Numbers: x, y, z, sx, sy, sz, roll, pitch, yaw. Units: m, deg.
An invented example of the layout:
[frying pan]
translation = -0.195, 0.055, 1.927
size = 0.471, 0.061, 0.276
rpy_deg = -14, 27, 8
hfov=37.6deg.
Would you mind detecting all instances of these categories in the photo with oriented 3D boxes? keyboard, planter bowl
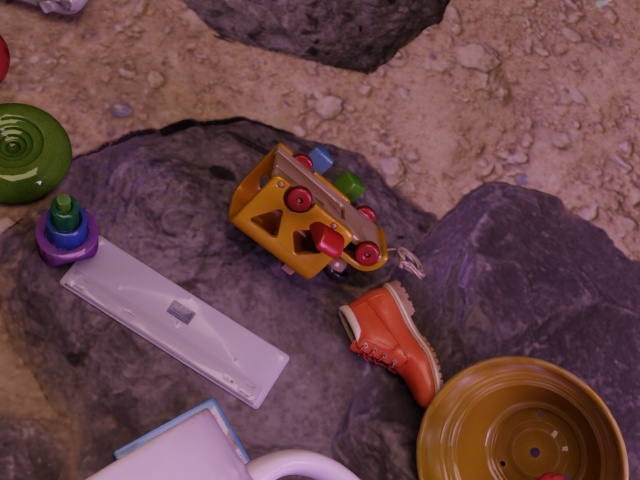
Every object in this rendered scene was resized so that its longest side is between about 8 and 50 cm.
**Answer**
[keyboard]
translation = -0.158, 0.087, 1.029
size = 0.256, 0.014, 0.072
rpy_deg = 32, 57, 2
[planter bowl]
translation = 0.217, 0.229, 0.990
size = 0.217, 0.090, 0.217
rpy_deg = -2, 85, 25

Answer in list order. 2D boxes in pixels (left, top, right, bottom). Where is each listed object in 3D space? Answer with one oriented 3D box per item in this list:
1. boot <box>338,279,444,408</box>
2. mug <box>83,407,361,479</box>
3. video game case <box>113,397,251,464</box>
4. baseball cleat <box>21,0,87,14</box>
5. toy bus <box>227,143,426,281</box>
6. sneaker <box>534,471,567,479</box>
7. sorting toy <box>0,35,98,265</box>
[boot]
translation = 0.078, 0.127, 1.048
size = 0.085, 0.059, 0.157
rpy_deg = -18, 63, -18
[mug]
translation = -0.090, 0.329, 0.793
size = 0.374, 0.276, 0.328
rpy_deg = -28, 84, -29
[video game case]
translation = -0.119, 0.259, 0.957
size = 0.119, 0.015, 0.166
rpy_deg = -27, 75, -23
[baseball cleat]
translation = -0.376, -0.339, 1.146
size = 0.206, 0.072, 0.109
rpy_deg = 21, 49, -9
[toy bus]
translation = -0.009, -0.010, 1.056
size = 0.191, 0.104, 0.202
rpy_deg = 8, 43, -58
[sneaker]
translation = 0.131, 0.273, 0.933
size = 0.221, 0.087, 0.128
rpy_deg = -39, 55, 1
[sorting toy]
translation = -0.347, -0.142, 1.018
size = 0.127, 0.126, 0.365
rpy_deg = -27, 72, -24
